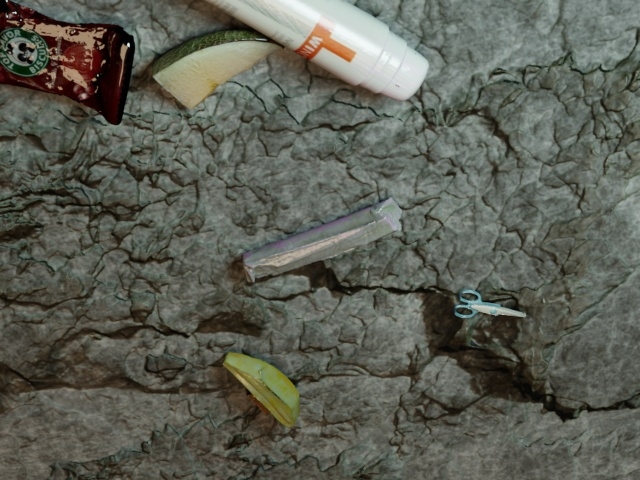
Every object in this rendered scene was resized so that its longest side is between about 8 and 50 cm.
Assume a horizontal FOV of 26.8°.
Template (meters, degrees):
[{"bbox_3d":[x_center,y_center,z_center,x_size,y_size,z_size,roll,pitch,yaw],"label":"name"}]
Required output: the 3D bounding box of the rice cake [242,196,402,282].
[{"bbox_3d":[0.000,0.001,2.102,0.270,0.049,0.055,-21,142,10],"label":"rice cake"}]

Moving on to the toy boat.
[{"bbox_3d":[-0.095,0.247,2.245,0.066,0.065,0.172,-25,119,35],"label":"toy boat"}]

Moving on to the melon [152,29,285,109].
[{"bbox_3d":[-0.147,-0.260,1.923,0.182,0.054,0.098,-29,128,24],"label":"melon"}]

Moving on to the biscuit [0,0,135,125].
[{"bbox_3d":[-0.381,-0.263,1.910,0.235,0.063,0.151,15,120,-9],"label":"biscuit"}]

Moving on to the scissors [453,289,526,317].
[{"bbox_3d":[0.279,0.112,2.204,0.119,0.014,0.058,12,125,-6],"label":"scissors"}]

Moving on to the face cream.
[{"bbox_3d":[-0.002,-0.301,1.884,0.345,0.102,0.102,28,117,-17],"label":"face cream"}]
